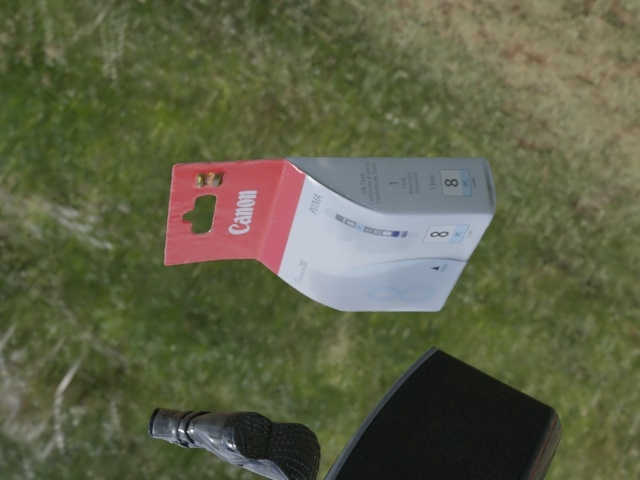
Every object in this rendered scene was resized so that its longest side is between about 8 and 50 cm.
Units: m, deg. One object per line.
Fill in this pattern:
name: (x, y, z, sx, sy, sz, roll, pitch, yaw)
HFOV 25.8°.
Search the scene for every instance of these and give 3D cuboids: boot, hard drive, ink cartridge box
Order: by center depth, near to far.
hard drive: (0.099, 0.213, 1.246, 0.172, 0.254, 0.054, 27, 143, 17)
ink cartridge box: (0.000, 0.000, 1.783, 0.385, 0.091, 0.308, -2, 156, -10)
boot: (-0.115, 0.276, 1.931, 0.161, 0.083, 0.246, 3, 159, 33)
